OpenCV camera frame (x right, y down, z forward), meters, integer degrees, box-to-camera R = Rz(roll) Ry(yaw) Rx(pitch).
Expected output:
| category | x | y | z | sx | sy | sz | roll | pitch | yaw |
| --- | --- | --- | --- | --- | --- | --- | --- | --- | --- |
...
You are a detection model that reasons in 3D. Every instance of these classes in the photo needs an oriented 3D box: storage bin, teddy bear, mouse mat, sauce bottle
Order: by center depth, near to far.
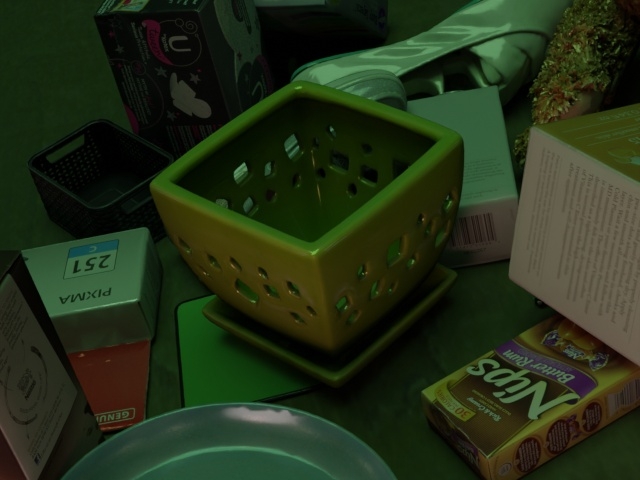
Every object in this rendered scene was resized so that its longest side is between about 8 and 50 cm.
| category | x | y | z | sx | sy | sz | roll | pitch | yaw |
| --- | --- | --- | --- | --- | --- | --- | --- | --- | --- |
| mouse mat | -0.076 | 0.107 | 1.338 | 0.153 | 0.007 | 0.189 | -14 | 36 | 1 |
| teddy bear | 0.305 | -0.227 | 1.460 | 0.113 | 0.245 | 0.338 | 26 | 77 | 11 |
| storage bin | -0.257 | -0.064 | 1.551 | 0.122 | 0.084 | 0.180 | -35 | 43 | -25 |
| sauce bottle | -0.094 | -0.243 | 1.760 | 0.128 | 0.042 | 0.042 | 9 | 43 | 24 |

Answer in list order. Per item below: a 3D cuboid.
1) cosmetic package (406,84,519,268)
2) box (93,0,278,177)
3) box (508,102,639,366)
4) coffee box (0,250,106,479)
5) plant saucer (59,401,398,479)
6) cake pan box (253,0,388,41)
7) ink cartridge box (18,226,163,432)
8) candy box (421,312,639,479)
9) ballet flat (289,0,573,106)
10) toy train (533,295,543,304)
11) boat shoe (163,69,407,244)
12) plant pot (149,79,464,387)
| category | x | y | z | sx | sy | sz | roll | pitch | yaw |
| --- | --- | --- | --- | --- | --- | --- | --- | --- | --- |
| cosmetic package | 0.159 | -0.074 | 1.427 | 0.117 | 0.085 | 0.231 | -9 | 35 | 9 |
| box | -0.153 | -0.215 | 1.573 | 0.142 | 0.247 | 0.163 | 2 | 41 | 19 |
| box | 0.366 | 0.016 | 1.130 | 0.215 | 0.168 | 0.345 | -14 | 33 | -31 |
| coffee box | -0.303 | 0.156 | 1.112 | 0.168 | 0.297 | 0.119 | 1 | 40 | 19 |
| plant saucer | -0.081 | 0.259 | 1.031 | 0.318 | 0.043 | 0.317 | -3 | 40 | 2 |
| cake pan box | -0.070 | -0.319 | 1.712 | 0.267 | 0.070 | 0.246 | 3 | -3 | 20 |
| ink cartridge box | -0.326 | 0.110 | 1.369 | 0.296 | 0.066 | 0.261 | -11 | 36 | 5 |
| candy box | 0.200 | 0.140 | 1.167 | 0.187 | 0.053 | 0.109 | -29 | 40 | -16 |
| ballet flat | 0.157 | -0.201 | 1.573 | 0.400 | 0.139 | 0.139 | -20 | 37 | 0 |
| toy train | 0.233 | 0.033 | 1.313 | 0.017 | 0.023 | 0.083 | 4 | 41 | 22 |
| boat shoe | -0.025 | -0.072 | 1.448 | 0.320 | 0.118 | 0.103 | -34 | 54 | -6 |
| plant pot | 0.000 | 0.000 | 1.275 | 0.228 | 0.207 | 0.227 | 23 | 48 | 37 |
